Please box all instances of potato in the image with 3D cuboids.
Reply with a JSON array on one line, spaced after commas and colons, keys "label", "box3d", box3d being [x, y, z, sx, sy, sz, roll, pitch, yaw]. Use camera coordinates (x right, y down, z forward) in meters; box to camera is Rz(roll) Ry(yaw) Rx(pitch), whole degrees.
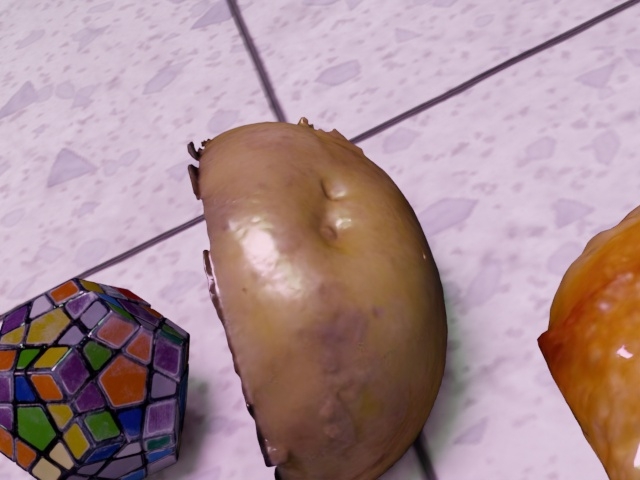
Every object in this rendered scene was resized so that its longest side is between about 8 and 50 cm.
[{"label": "potato", "box3d": [0.000, 0.000, 0.683, 0.098, 0.138, 0.243, -19, 40, 5]}]

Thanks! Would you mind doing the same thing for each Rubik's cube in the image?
[{"label": "Rubik's cube", "box3d": [-0.114, 0.073, 0.703, 0.111, 0.111, 0.093, -26, 61, 3]}]

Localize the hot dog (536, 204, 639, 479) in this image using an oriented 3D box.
[{"label": "hot dog", "box3d": [0.225, 0.117, 0.357, 0.223, 0.185, 0.405, -26, 37, 5]}]
